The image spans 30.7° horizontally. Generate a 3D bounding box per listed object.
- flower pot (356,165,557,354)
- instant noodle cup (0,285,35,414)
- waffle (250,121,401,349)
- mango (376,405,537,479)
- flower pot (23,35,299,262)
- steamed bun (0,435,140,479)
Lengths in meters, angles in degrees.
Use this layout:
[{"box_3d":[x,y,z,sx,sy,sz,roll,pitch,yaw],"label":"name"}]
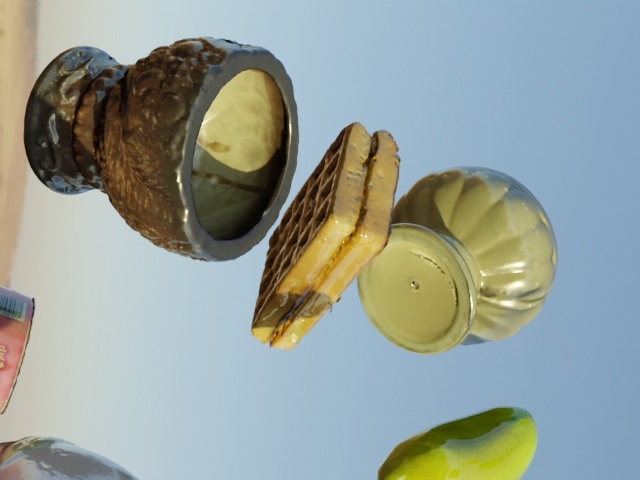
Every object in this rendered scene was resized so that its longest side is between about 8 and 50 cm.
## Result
[{"box_3d":[0.203,0.042,1.869,0.308,0.244,0.307,14,-66,33],"label":"flower pot"},{"box_3d":[-0.516,0.123,1.514,0.244,0.255,0.243,-52,-152,44],"label":"instant noodle cup"},{"box_3d":[0.000,0.000,1.713,0.327,0.098,0.224,-51,-161,46],"label":"waffle"},{"box_3d":[0.208,0.353,1.776,0.149,0.273,0.185,55,-38,28],"label":"mango"},{"box_3d":[-0.201,-0.125,1.426,0.266,0.267,0.266,-35,131,-53],"label":"flower pot"},{"box_3d":[-0.291,0.305,1.026,0.309,0.309,0.309,-175,-90,-75],"label":"steamed bun"}]
